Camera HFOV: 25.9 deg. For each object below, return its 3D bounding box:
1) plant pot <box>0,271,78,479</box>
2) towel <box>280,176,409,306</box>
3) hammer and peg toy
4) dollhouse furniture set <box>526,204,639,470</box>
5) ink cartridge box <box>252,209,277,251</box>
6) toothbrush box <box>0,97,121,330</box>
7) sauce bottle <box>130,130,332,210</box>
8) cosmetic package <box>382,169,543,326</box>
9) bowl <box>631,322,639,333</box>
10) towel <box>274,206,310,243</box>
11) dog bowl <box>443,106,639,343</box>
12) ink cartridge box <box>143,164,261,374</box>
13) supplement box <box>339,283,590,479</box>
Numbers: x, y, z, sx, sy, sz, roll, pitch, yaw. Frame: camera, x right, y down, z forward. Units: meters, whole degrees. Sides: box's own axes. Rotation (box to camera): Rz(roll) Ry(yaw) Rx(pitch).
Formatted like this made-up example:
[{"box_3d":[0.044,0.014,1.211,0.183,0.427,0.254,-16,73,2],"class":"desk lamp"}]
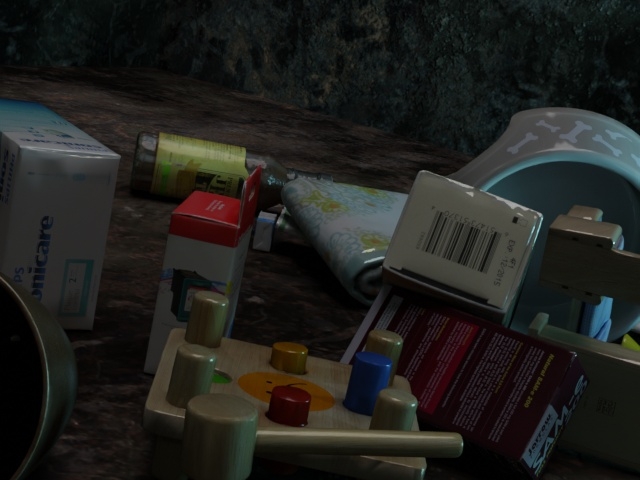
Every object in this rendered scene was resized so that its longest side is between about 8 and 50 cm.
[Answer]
[{"box_3d":[-0.288,0.116,1.152,0.215,0.215,0.230,14,-1,10],"class":"plant pot"},{"box_3d":[0.154,0.016,2.125,0.374,0.090,0.320,9,19,-25],"class":"towel"},{"box_3d":[-0.026,0.169,1.269,0.266,0.127,0.361,12,13,-4],"class":"hammer and peg toy"},{"box_3d":[0.368,0.088,1.600,0.198,0.286,0.303,16,25,18],"class":"dollhouse furniture set"},{"box_3d":[-0.087,-0.016,2.192,0.028,0.048,0.083,9,13,0],"class":"ink cartridge box"},{"box_3d":[-0.364,-0.041,1.678,0.126,0.216,0.295,4,14,-30],"class":"toothbrush box"},{"box_3d":[-0.152,-0.111,2.407,0.344,0.111,0.111,9,13,-7],"class":"sauce bottle"},{"box_3d":[0.160,0.048,1.632,0.153,0.129,0.296,20,-16,11],"class":"cosmetic package"},{"box_3d":[0.553,0.076,2.106,0.298,0.134,0.298,13,7,-2],"class":"bowl"},{"box_3d":[0.000,0.000,2.197,0.152,0.023,0.113,28,14,-3],"class":"towel"},{"box_3d":[0.306,0.002,1.846,0.349,0.348,0.102,10,26,-6],"class":"dog bowl"},{"box_3d":[-0.128,0.029,1.545,0.078,0.231,0.134,12,12,2],"class":"ink cartridge box"},{"box_3d":[0.146,0.147,1.473,0.239,0.130,0.073,20,-19,34],"class":"supplement box"}]
